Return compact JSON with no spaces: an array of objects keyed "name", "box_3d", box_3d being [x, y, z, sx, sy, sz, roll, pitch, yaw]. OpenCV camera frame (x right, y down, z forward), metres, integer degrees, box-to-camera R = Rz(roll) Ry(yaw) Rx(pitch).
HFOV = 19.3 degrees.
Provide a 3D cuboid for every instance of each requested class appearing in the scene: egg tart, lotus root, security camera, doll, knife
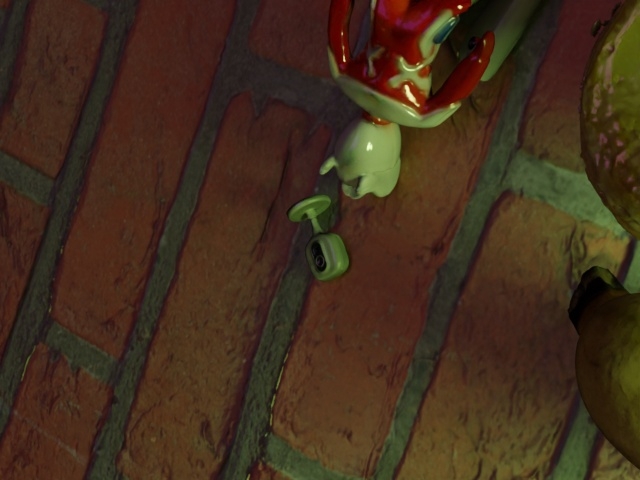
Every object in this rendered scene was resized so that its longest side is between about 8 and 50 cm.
[{"name":"egg tart","box_3d":[0.383,-0.129,1.735,0.315,0.120,0.315,-9,77,43]},{"name":"lotus root","box_3d":[0.321,0.120,1.703,0.310,0.183,0.183,41,111,45]},{"name":"security camera","box_3d":[0.000,0.000,2.151,0.058,0.058,0.092,-36,66,35]},{"name":"doll","box_3d":[0.086,-0.203,2.007,0.188,0.099,0.384,31,121,18]},{"name":"knife","box_3d":[0.225,-0.292,1.987,0.265,0.041,0.073,-60,37,19]}]

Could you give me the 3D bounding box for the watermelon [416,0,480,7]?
[{"name":"watermelon","box_3d":[0.148,-0.340,2.043,0.137,0.145,0.193,40,125,-6]}]
